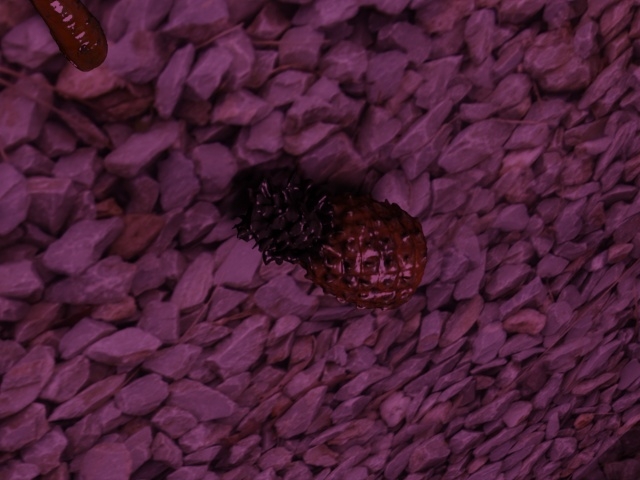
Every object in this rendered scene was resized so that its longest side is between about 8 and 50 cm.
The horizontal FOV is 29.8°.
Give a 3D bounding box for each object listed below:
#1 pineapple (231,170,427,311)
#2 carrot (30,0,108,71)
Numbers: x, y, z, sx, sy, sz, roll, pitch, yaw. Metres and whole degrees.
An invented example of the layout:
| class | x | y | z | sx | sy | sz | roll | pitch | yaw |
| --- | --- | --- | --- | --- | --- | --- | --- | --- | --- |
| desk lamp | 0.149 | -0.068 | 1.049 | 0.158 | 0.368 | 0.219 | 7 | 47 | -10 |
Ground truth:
| class | x | y | z | sx | sy | sz | roll | pitch | yaw |
| --- | --- | --- | --- | --- | --- | --- | --- | --- | --- |
| pineapple | 0.000 | 0.000 | 1.554 | 0.279 | 0.158 | 0.157 | 16 | 118 | -34 |
| carrot | -0.268 | -0.253 | 1.142 | 0.049 | 0.049 | 0.254 | -36 | 139 | -6 |
